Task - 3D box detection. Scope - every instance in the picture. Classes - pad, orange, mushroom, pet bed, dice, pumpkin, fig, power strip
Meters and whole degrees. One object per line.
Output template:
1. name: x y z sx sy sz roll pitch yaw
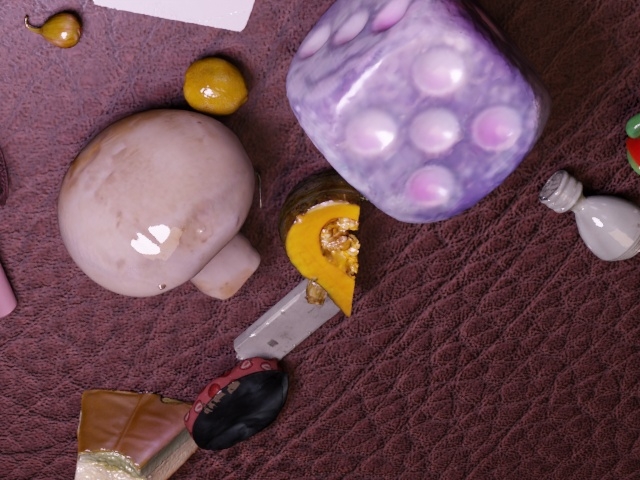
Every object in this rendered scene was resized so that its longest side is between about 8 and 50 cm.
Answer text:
1. pad: -0.184 -0.371 1.593 0.232 0.004 0.156 6 121 -29
2. orange: -0.149 -0.219 1.684 0.095 0.085 0.085 12 120 -11
3. mushroom: -0.217 -0.034 1.694 0.292 0.292 0.290 -25 143 8
4. pet bed: -0.137 0.278 1.968 0.201 0.053 0.201 -25 144 -20
5. dice: 0.132 -0.208 1.620 0.271 0.270 0.270 -41 118 17
6. pumpkin: -0.003 0.004 1.816 0.126 0.131 0.248 -4 125 -5
7. fig: -0.371 -0.294 1.629 0.083 0.050 0.050 10 121 6
8. power strip: -0.058 0.142 1.956 0.227 0.029 0.080 -40 122 16

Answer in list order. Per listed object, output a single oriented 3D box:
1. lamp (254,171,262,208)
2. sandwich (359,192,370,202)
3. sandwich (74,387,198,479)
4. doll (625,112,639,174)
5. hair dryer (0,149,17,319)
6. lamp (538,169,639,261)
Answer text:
1. lamp: -0.149 -0.075 1.805 0.121 0.041 0.054 -6 114 0
2. sandwich: 0.089 -0.087 1.835 0.101 0.026 0.069 6 123 -11
3. sandwich: -0.297 0.350 1.962 0.220 0.186 0.108 7 123 -13
4. doll: 0.605 -0.230 1.743 0.182 0.160 0.363 25 115 -14
5. hair dryer: -0.550 0.001 1.753 0.210 0.125 0.352 -12 130 0
6. lamp: 0.441 -0.041 1.879 0.193 0.106 0.106 34 112 -16
